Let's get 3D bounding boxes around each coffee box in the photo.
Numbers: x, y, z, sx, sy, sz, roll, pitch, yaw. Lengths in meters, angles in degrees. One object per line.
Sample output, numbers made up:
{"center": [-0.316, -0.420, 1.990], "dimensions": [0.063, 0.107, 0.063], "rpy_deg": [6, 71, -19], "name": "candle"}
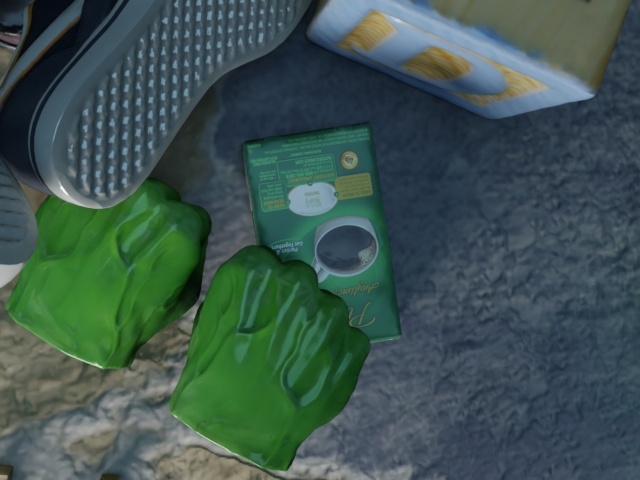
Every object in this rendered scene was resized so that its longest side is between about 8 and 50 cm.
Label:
{"center": [0.000, 0.000, 0.673], "dimensions": [0.113, 0.040, 0.184], "rpy_deg": [-10, 94, -8], "name": "coffee box"}

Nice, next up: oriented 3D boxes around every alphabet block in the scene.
{"center": [0.121, -0.225, 0.612], "dimensions": [0.193, 0.192, 0.197], "rpy_deg": [21, 90, -13], "name": "alphabet block"}

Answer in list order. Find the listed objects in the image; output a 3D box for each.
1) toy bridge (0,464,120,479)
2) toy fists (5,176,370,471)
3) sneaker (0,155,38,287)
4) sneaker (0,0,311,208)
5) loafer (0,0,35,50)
{"center": [-0.261, 0.214, 0.641], "dimensions": [0.188, 0.026, 0.063], "rpy_deg": [8, 92, -11], "name": "toy bridge"}
{"center": [-0.097, 0.046, 0.610], "dimensions": [0.279, 0.096, 0.142], "rpy_deg": [30, 99, 8], "name": "toy fists"}
{"center": [-0.349, -0.057, 0.484], "dimensions": [0.366, 0.135, 0.150], "rpy_deg": [35, 115, -2], "name": "sneaker"}
{"center": [-0.125, -0.165, 0.595], "dimensions": [0.321, 0.127, 0.126], "rpy_deg": [-52, 140, -28], "name": "sneaker"}
{"center": [-0.185, -0.291, 0.598], "dimensions": [0.109, 0.095, 0.303], "rpy_deg": [26, 88, -11], "name": "loafer"}
